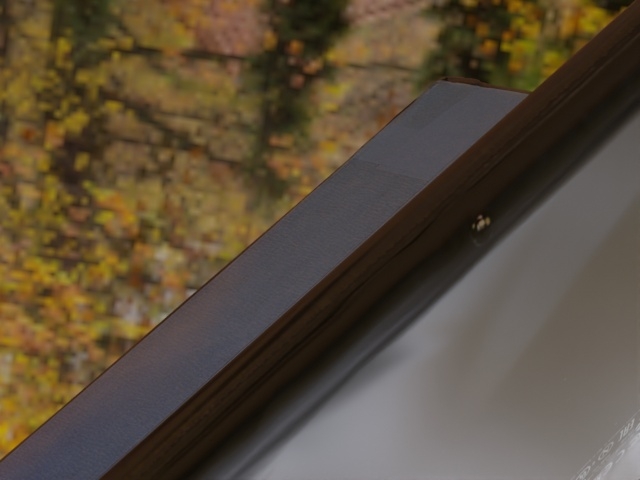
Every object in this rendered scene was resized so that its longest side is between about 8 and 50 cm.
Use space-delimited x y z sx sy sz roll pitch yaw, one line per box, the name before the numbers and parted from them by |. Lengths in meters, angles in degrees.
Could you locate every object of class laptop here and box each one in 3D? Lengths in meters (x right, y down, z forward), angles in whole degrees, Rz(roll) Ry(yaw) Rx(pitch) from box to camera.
laptop | 0.000 0.000 0.565 0.236 0.408 0.382 39 -113 23
